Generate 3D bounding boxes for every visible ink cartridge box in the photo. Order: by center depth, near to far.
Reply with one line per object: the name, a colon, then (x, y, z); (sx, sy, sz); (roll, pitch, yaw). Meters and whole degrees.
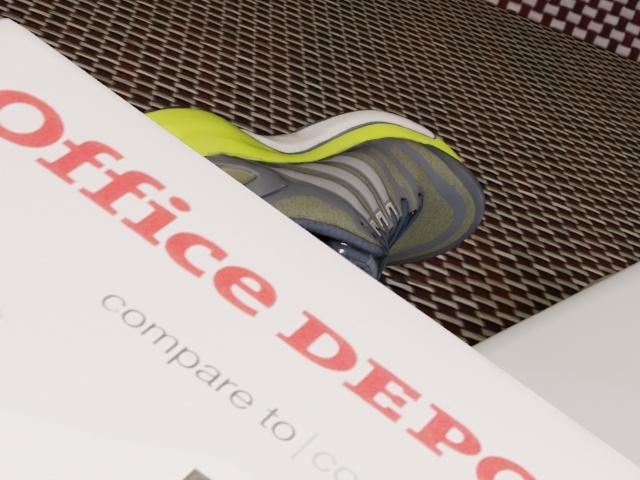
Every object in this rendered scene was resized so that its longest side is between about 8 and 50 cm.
ink cartridge box: (-0.083, 0.101, 0.332); (0.207, 0.117, 0.283); (35, 43, 13)

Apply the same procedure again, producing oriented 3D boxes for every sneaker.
sneaker: (0.000, 0.000, 1.072); (0.300, 0.111, 0.121); (-5, 42, -47)

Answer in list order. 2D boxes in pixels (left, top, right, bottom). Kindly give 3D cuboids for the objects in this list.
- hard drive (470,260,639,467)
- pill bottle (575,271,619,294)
hard drive: (0.166, 0.091, 0.844); (0.307, 0.040, 0.203); (-24, 42, -30)
pill bottle: (0.232, 0.083, 1.054); (0.208, 0.119, 0.119); (7, 23, -43)
